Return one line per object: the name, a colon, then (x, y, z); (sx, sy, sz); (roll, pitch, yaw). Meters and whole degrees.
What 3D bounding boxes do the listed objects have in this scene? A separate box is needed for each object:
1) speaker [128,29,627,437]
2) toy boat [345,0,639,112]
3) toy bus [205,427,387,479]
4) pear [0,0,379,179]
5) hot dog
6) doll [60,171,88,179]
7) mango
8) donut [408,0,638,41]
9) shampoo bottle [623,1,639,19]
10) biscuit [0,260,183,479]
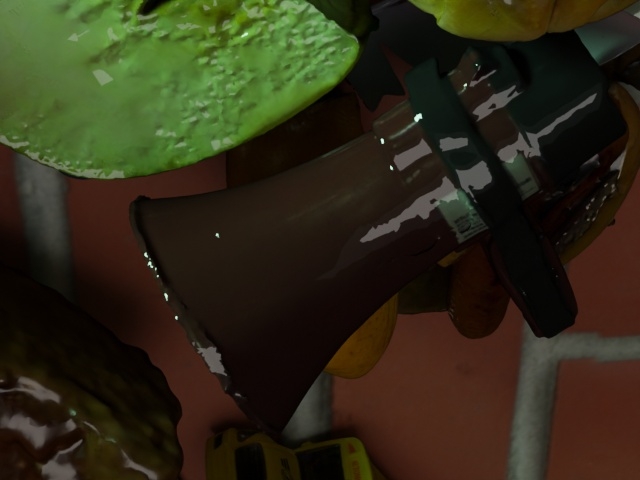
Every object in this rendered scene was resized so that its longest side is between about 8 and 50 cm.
speaker: (0.070, 0.013, 1.259); (0.329, 0.198, 0.259); (-25, 108, 4)
toy boat: (0.168, -0.176, 1.289); (0.219, 0.072, 0.318); (46, 106, 11)
toy bus: (0.022, 0.295, 1.673); (0.152, 0.144, 0.330); (-27, 128, 15)
pear: (-0.148, -0.177, 1.258); (0.286, 0.176, 0.282); (37, 118, -25)
hot dog: (0.172, -0.030, 1.453); (0.194, 0.107, 0.326); (5, 128, -11)
doll: (-0.174, -0.085, 1.404); (0.076, 0.050, 0.083); (-7, 130, -25)
mango: (0.000, 0.000, 1.437); (0.126, 0.154, 0.252); (-9, 116, 10)
donut: (0.134, -0.303, 1.137); (0.360, 0.170, 0.360); (1, 105, 4)
shampoo bottle: (0.238, -0.211, 1.328); (0.221, 0.108, 0.051); (-27, 171, 14)
biscuit: (-0.344, 0.155, 1.453); (0.395, 0.166, 0.342); (36, 118, -13)
